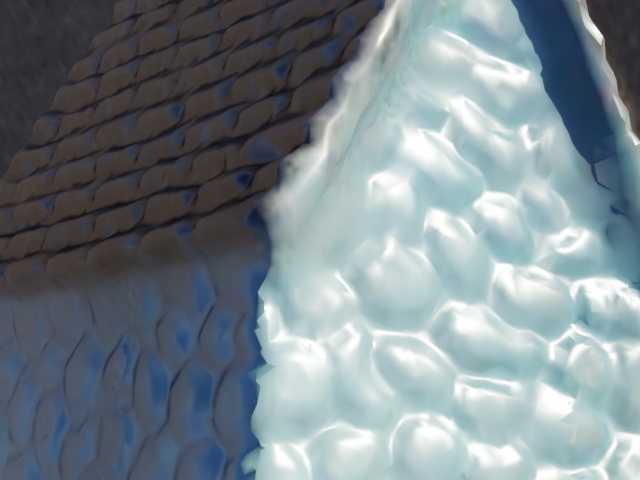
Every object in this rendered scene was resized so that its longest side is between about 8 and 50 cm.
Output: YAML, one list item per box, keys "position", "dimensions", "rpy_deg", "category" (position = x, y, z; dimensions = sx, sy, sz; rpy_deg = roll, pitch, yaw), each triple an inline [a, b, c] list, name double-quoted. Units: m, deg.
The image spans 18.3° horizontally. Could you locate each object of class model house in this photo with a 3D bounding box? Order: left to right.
- position: [0.000, 0.000, 0.900]
  dimensions: [0.297, 0.360, 0.339]
  rpy_deg: [5, 82, -31]
  category: "model house"
